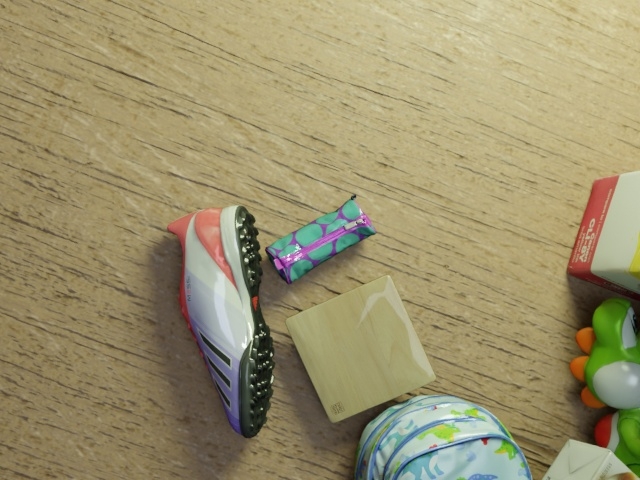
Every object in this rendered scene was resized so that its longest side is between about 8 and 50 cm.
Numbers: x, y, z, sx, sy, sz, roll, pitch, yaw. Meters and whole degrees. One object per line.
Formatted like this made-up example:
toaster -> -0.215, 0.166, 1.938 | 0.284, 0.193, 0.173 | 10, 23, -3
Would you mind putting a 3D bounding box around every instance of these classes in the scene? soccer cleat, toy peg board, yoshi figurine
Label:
soccer cleat -> -0.136, 0.114, 1.381 | 0.116, 0.108, 0.318 | -6, 92, 14
toy peg board -> 0.058, 0.148, 1.422 | 0.160, 0.079, 0.161 | -24, 92, 7
yoshi figurine -> 0.491, 0.250, 1.407 | 0.203, 0.203, 0.362 | -16, 94, -10

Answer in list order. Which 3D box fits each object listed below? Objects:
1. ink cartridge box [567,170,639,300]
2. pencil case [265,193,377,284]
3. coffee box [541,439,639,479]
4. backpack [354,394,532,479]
ink cartridge box -> 0.541, 0.019, 1.330 | 0.279, 0.384, 0.160 | 21, 86, -7
pencil case -> 0.000, 0.000, 1.409 | 0.151, 0.070, 0.064 | -31, 93, -7
coffee box -> 0.382, 0.384, 1.258 | 0.246, 0.098, 0.141 | 41, 75, -14
backpack -> 0.179, 0.385, 1.356 | 0.290, 0.273, 0.356 | -10, 77, -2
